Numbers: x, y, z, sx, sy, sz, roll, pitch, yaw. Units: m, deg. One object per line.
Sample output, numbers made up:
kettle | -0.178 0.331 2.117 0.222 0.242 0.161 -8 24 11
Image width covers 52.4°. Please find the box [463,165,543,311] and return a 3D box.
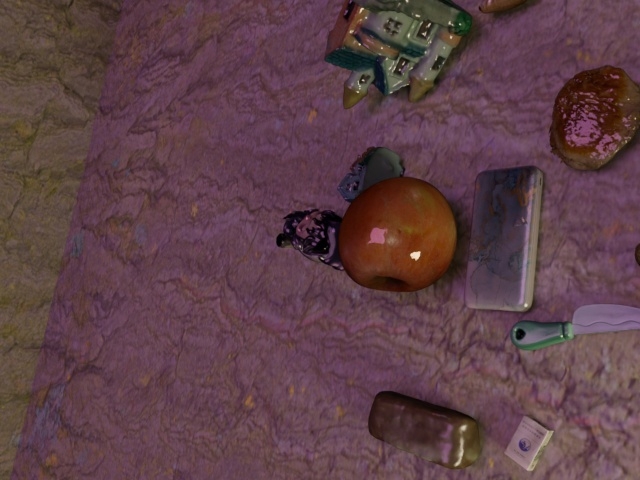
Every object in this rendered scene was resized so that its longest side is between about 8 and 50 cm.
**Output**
box | 0.358 -0.004 1.278 0.142 0.044 0.284 -3 76 47

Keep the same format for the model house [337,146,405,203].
model house | 0.098 -0.140 1.519 0.149 0.120 0.148 1 79 51

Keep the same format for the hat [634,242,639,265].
hat | 0.588 0.036 1.039 0.146 0.067 0.146 -24 24 11

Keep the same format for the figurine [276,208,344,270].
figurine | 0.000 0.000 1.563 0.222 0.146 0.145 15 89 54

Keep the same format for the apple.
apple | 0.156 -0.013 1.347 0.254 0.254 0.253 -14 69 41

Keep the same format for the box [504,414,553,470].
box | 0.375 0.363 1.172 0.054 0.024 0.083 32 100 42

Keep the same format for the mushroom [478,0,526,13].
mushroom | 0.423 -0.551 1.346 0.209 0.072 0.094 -58 45 19

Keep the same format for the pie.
pie | 0.498 -0.225 1.184 0.163 0.079 0.193 3 82 40

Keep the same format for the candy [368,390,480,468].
candy | 0.199 0.371 1.281 0.234 0.102 0.104 6 83 42

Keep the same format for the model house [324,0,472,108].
model house | 0.141 -0.418 1.462 0.324 0.267 0.194 -61 32 29

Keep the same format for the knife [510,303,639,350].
knife | 0.463 0.147 1.150 0.261 0.035 0.063 -17 60 33
